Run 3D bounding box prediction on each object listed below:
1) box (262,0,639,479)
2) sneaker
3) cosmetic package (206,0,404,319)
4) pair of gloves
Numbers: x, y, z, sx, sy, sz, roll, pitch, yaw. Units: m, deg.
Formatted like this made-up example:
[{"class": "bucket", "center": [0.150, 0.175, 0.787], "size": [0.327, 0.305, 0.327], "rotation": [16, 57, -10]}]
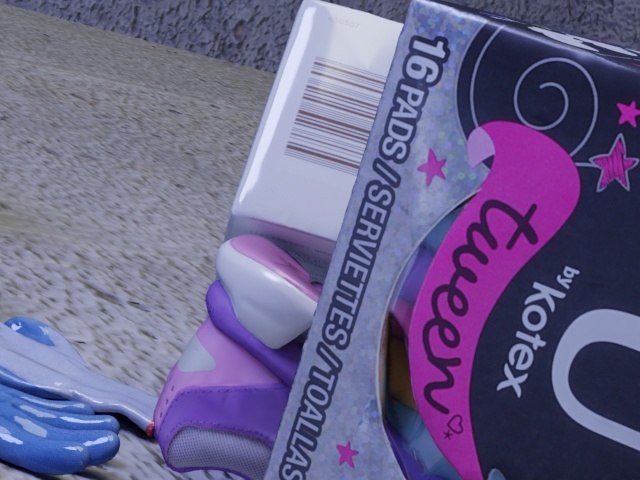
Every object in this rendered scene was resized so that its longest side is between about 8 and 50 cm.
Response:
[{"class": "box", "center": [0.082, 0.069, 0.566], "size": [0.142, 0.247, 0.163], "rotation": [22, 11, 27]}, {"class": "sneaker", "center": [0.025, 0.102, 0.768], "size": [0.236, 0.104, 0.095], "rotation": [38, 2, -20]}, {"class": "cosmetic package", "center": [0.000, 0.000, 0.879], "size": [0.085, 0.117, 0.231], "rotation": [18, -25, 1]}, {"class": "pair of gloves", "center": [-0.151, 0.062, 0.858], "size": [0.159, 0.023, 0.198], "rotation": [20, 11, 10]}]
